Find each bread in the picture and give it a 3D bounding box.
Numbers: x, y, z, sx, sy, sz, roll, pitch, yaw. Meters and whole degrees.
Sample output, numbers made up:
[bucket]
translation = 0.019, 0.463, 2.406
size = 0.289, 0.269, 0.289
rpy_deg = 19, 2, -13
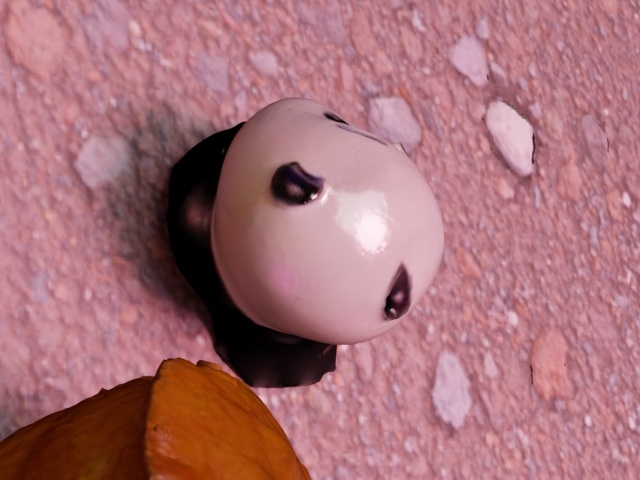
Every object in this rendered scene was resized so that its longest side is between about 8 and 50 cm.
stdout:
[bread]
translation = -0.066, 0.211, 0.826
size = 0.312, 0.172, 0.312
rpy_deg = -14, 90, -86

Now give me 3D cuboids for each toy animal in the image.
[toy animal]
translation = 0.000, 0.000, 1.044
size = 0.166, 0.179, 0.138
rpy_deg = 43, 63, -16
